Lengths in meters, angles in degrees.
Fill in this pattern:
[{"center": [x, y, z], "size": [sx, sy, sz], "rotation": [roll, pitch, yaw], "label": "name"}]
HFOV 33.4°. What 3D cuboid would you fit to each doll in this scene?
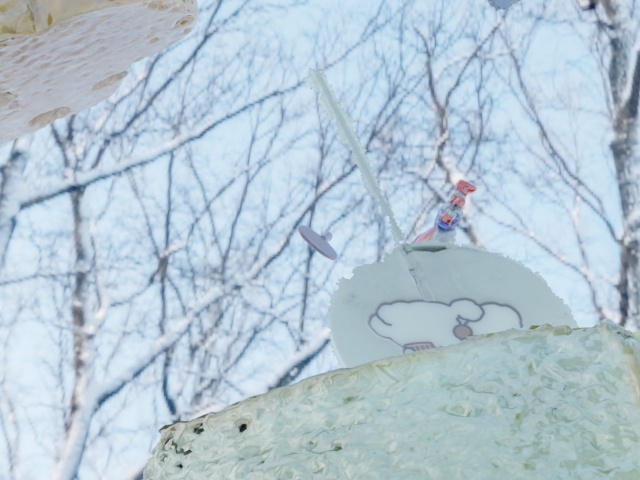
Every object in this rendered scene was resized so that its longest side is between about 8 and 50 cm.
[{"center": [0.158, 0.007, 1.476], "size": [0.062, 0.104, 0.195], "rotation": [28, -90, -14], "label": "doll"}]

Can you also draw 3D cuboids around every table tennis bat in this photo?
[{"center": [0.000, 0.000, 2.071], "size": [0.098, 0.154, 0.019], "rotation": [41, -77, 4], "label": "table tennis bat"}]

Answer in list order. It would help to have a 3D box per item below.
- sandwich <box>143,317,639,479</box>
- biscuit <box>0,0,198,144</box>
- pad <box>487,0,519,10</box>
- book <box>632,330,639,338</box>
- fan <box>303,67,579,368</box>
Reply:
[{"center": [0.035, 0.137, 0.343], "size": [0.226, 0.251, 0.087], "rotation": [-13, -59, 5], "label": "sandwich"}, {"center": [-0.272, -0.125, 0.841], "size": [0.376, 0.051, 0.269], "rotation": [-23, -6, 11], "label": "biscuit"}, {"center": [0.257, -0.449, 1.260], "size": [0.269, 0.012, 0.270], "rotation": [-29, -85, 4], "label": "pad"}, {"center": [0.339, 0.198, 1.426], "size": [0.352, 0.035, 0.239], "rotation": [-11, -35, 12], "label": "book"}, {"center": [0.064, 0.023, 0.731], "size": [0.190, 0.009, 0.329], "rotation": [-10, -57, 29], "label": "fan"}]
